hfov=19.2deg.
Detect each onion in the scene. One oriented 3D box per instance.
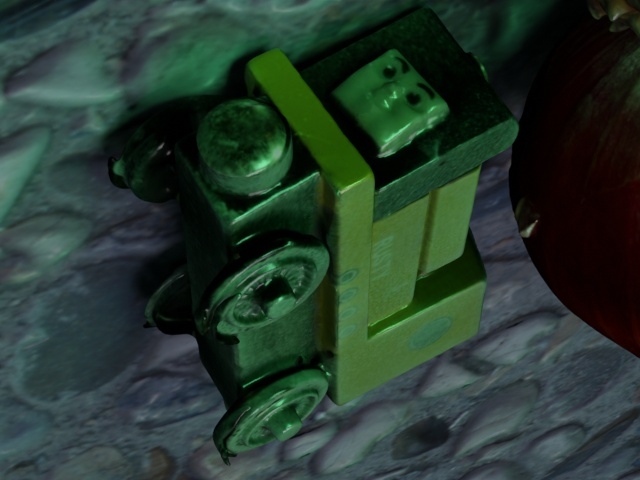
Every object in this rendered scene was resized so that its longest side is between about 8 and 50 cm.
[{"bbox_3d":[0.287,-0.054,1.306,0.341,0.341,0.341,-21,153,-11],"label":"onion"}]

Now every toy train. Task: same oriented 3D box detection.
[{"bbox_3d":[0.000,0.000,1.339,0.253,0.160,0.397,-27,154,-14],"label":"toy train"}]

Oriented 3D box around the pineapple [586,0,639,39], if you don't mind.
[{"bbox_3d":[0.206,-0.192,1.113,0.166,0.193,0.166,-31,169,-7],"label":"pineapple"}]
